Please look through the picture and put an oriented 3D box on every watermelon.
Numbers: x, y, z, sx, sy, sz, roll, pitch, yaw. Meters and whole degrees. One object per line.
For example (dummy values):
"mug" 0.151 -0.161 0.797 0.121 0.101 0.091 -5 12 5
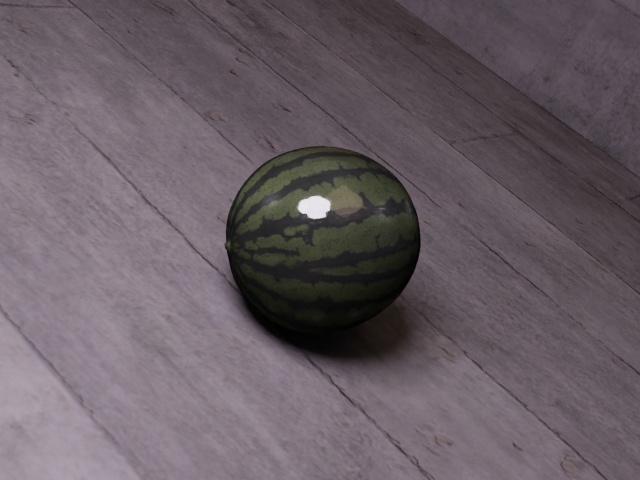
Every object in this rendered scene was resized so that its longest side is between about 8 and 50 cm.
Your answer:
"watermelon" 0.000 0.000 1.059 0.212 0.212 0.212 21 29 -12
